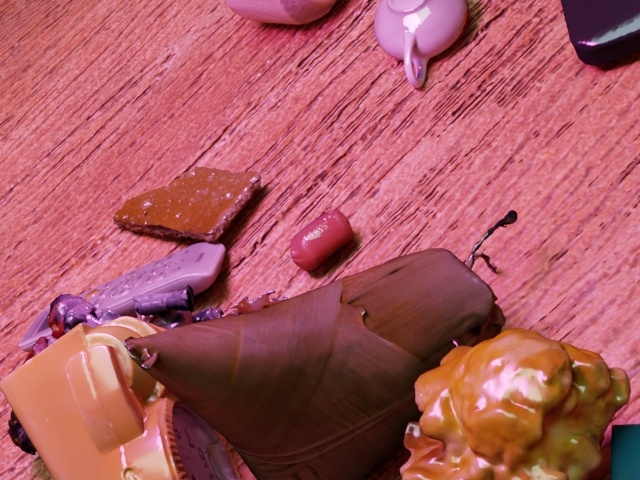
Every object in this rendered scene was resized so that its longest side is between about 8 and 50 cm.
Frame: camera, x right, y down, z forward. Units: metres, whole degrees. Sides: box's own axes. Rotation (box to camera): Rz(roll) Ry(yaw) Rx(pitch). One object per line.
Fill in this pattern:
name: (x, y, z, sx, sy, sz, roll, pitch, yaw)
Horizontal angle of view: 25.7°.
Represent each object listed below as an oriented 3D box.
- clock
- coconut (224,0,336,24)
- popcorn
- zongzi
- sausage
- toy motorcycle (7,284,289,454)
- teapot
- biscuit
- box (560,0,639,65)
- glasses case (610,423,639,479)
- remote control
clock: (-0.201, 0.261, 1.634, 0.200, 0.244, 0.317, -30, 73, 11)
coconut: (-0.073, -0.446, 2.219, 0.222, 0.202, 0.202, 14, 62, 35)
popcorn: (0.204, 0.206, 1.478, 0.253, 0.190, 0.191, -15, 40, 42)
zongzi: (0.043, 0.078, 1.555, 0.447, 0.418, 0.181, -44, 48, -2)
sausage: (0.000, 0.000, 1.884, 0.094, 0.054, 0.059, -38, 3, -5)
toy motorcycle: (-0.239, 0.139, 1.861, 0.401, 0.134, 0.207, -20, 62, 12)
teapot: (0.144, -0.323, 2.057, 0.145, 0.092, 0.226, -7, 54, 28)
biscuit: (-0.198, -0.057, 2.072, 0.237, 0.026, 0.131, 7, 50, 45)
box: (0.467, -0.381, 1.912, 0.290, 0.073, 0.289, -19, 46, 17)
glasses case: (0.348, 0.324, 1.387, 0.117, 0.070, 0.301, -5, 49, 21)
remote control: (-0.276, 0.088, 1.986, 0.313, 0.055, 0.109, -22, 20, 17)
